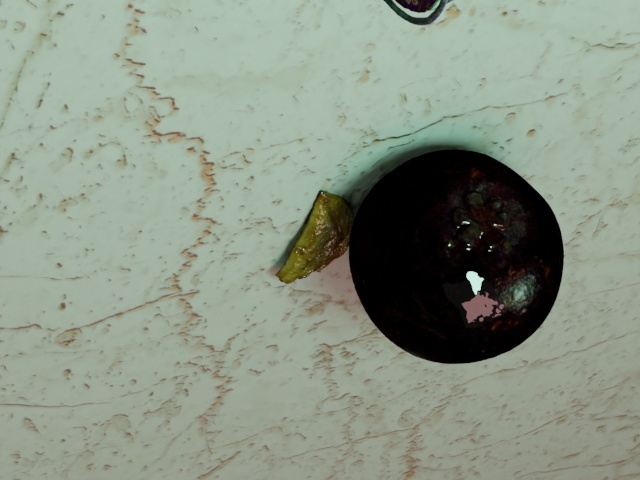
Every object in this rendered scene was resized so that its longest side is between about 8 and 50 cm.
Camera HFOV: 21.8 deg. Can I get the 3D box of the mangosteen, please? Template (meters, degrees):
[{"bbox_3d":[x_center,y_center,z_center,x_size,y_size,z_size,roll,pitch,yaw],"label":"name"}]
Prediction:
[{"bbox_3d":[0.167,0.026,2.248,0.297,0.297,0.313,10,163,-37],"label":"mangosteen"}]

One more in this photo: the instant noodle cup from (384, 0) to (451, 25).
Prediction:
[{"bbox_3d":[0.162,-0.404,1.568,0.266,0.340,0.340,-21,145,-12],"label":"instant noodle cup"}]

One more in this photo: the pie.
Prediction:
[{"bbox_3d":[0.000,0.000,2.325,0.092,0.034,0.170,9,128,-34],"label":"pie"}]
